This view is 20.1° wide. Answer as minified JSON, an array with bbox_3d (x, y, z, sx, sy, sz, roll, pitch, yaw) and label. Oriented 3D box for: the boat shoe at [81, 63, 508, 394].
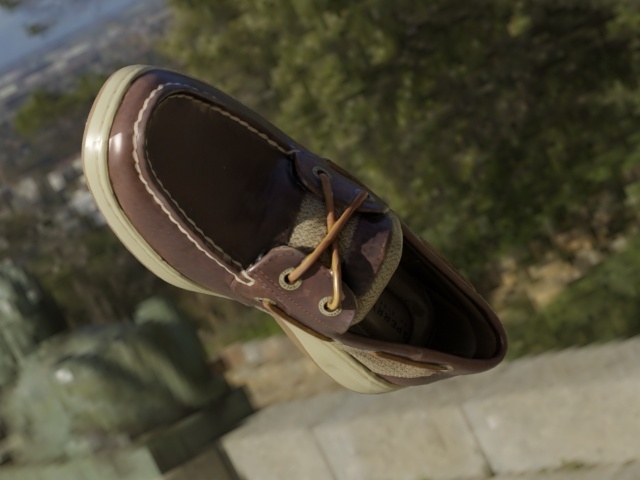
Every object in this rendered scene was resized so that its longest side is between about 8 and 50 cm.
[{"bbox_3d":[0.000,0.000,1.106,0.123,0.342,0.123,1,60,41],"label":"boat shoe"}]
